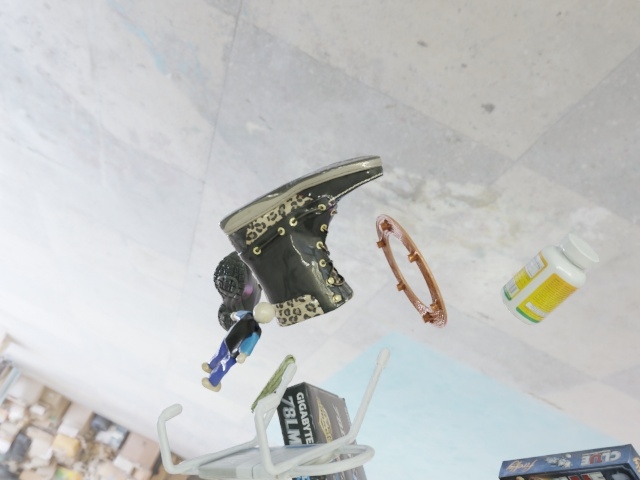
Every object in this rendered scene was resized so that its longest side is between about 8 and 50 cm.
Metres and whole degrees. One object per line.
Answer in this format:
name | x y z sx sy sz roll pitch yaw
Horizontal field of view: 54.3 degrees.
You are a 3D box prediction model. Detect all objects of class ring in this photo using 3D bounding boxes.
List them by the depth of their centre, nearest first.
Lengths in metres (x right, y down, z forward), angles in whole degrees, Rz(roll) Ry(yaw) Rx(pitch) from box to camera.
ring | 0.226 0.086 1.630 0.337 0.032 0.337 61 171 16

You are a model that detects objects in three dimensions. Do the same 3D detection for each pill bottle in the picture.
pill bottle | 0.515 0.086 1.402 0.117 0.118 0.208 31 119 -12

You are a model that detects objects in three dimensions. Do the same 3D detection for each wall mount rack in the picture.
wall mount rack | -0.052 0.258 0.922 0.349 0.131 0.304 -16 171 38

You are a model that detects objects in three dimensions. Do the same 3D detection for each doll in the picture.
doll | -0.143 0.173 1.082 0.046 0.129 0.189 27 117 -26

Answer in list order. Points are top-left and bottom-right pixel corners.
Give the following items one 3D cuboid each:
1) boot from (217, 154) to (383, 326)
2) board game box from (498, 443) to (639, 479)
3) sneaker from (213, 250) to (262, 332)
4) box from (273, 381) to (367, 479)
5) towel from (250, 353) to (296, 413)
boot | 0.000 0.000 1.352 0.138 0.377 0.284 -95 -20 -82
board game box | 0.453 0.438 1.069 0.243 0.042 0.165 -29 101 43
sneaker | -0.223 0.133 1.747 0.109 0.130 0.286 28 132 22
box | 0.021 0.432 1.171 0.073 0.296 0.293 -21 155 11
towel | -0.101 0.309 1.344 0.027 0.148 0.110 36 171 2
